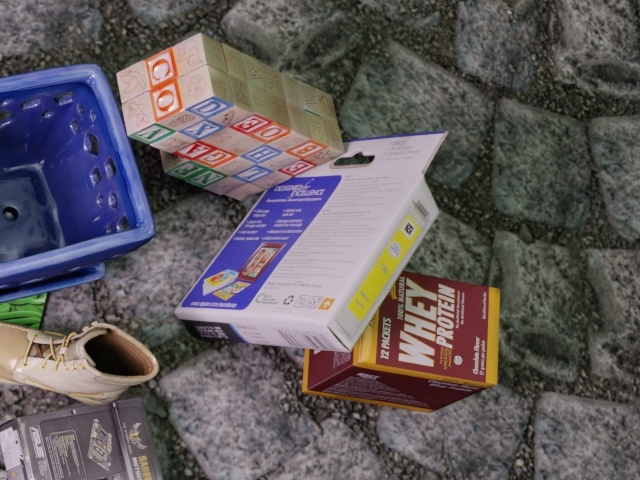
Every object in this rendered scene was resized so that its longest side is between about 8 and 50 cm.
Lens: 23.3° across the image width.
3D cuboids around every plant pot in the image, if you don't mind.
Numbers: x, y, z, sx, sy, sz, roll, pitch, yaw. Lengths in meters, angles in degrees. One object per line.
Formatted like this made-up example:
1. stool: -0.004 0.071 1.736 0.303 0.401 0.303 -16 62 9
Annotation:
1. plant pot: -0.359 -0.051 1.861 0.236 0.212 0.236 -14 76 -27

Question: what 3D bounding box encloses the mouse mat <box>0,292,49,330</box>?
1. mouse mat: -0.431 0.064 1.915 0.190 0.007 0.152 17 67 -18

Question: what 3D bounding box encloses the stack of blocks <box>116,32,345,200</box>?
1. stack of blocks: -0.123 -0.147 1.936 0.297 0.171 0.087 19 53 -57

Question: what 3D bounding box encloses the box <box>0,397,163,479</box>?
1. box: -0.270 0.312 1.845 0.183 0.056 0.231 -5 75 -44

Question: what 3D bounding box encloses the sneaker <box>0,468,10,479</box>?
1. sneaker: -0.403 0.278 1.833 0.135 0.052 0.058 -6 69 -26

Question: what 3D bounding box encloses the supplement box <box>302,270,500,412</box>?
1. supplement box: 0.103 0.131 2.009 0.191 0.194 0.129 11 70 -19

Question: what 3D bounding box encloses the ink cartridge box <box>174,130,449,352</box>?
1. ink cartridge box: 0.000 0.000 1.953 0.072 0.304 0.307 51 60 -27

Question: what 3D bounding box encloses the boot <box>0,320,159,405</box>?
1. boot: -0.311 0.134 1.848 0.213 0.165 0.077 21 68 -19
